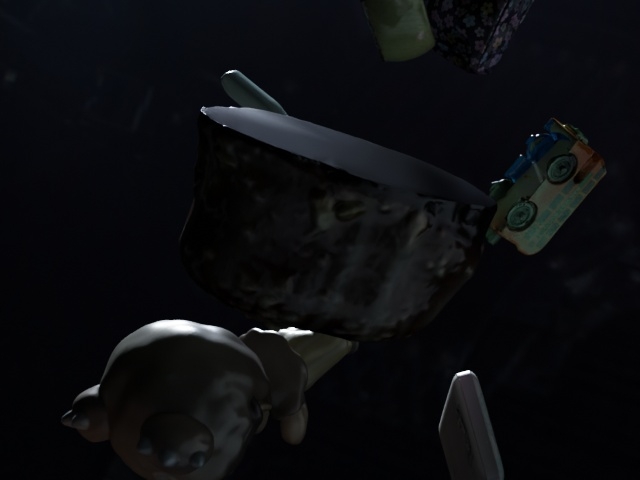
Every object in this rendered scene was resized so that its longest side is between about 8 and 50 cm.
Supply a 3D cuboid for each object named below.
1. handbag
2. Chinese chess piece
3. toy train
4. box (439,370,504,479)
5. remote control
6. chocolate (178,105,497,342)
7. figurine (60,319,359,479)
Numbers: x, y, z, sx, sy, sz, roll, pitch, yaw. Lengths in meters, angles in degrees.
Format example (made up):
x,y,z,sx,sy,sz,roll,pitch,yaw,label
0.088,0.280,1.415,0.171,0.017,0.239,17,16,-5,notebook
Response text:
x,y,z,sx,sy,sz,roll,pitch,yaw,label
0.263,-0.424,2.656,0.127,0.208,0.228,-2,-57,-55,handbag
0.089,-0.318,1.839,0.188,0.083,0.188,-17,-90,-85,Chinese chess piece
0.289,-0.067,1.941,0.099,0.072,0.188,27,-73,-43,toy train
0.185,0.263,1.843,0.285,0.044,0.142,88,167,-70,box
-0.054,-0.152,1.821,0.029,0.162,0.061,-51,-2,14,remote control
0.000,0.000,1.589,0.225,0.340,0.210,-117,46,-73,chocolate
-0.119,0.182,1.862,0.381,0.248,0.203,-20,-64,-39,figurine
